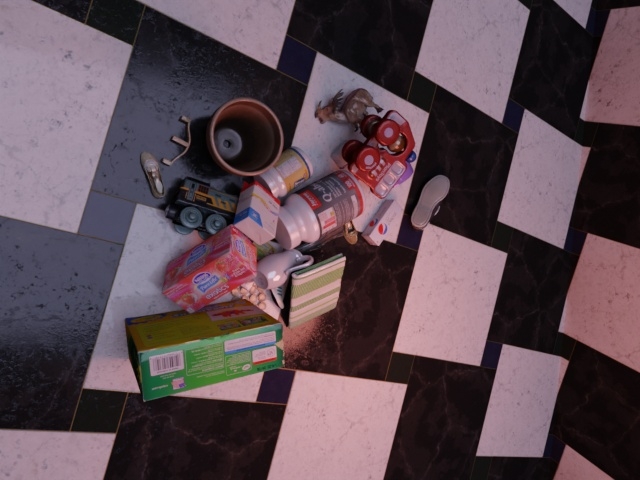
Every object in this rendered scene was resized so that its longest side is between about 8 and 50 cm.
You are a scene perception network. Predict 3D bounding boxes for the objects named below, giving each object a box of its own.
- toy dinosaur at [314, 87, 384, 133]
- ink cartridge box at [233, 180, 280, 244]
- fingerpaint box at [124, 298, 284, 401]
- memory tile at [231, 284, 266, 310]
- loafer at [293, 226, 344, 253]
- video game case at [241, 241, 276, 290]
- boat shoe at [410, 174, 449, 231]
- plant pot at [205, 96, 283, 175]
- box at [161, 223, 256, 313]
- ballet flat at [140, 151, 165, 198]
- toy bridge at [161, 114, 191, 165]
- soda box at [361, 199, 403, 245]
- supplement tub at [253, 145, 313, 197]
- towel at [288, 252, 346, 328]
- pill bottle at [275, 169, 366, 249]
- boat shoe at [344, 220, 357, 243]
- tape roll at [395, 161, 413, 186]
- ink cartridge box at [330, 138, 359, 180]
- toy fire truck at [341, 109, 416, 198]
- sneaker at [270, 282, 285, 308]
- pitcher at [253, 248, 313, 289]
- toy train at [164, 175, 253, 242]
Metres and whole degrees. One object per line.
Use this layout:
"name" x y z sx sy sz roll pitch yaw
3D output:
"toy dinosaur" 0.135 -0.568 1.918 0.200 0.127 0.296 49 65 -17
"ink cartridge box" -0.220 -0.115 1.633 0.134 0.078 0.231 40 36 -35
"fingerpaint box" -0.397 0.344 1.543 0.445 0.371 0.163 -7 100 -28
"memory tile" -0.282 0.232 1.812 0.148 0.012 0.113 -5 97 -30
"loafer" 0.000 0.000 1.910 0.267 0.096 0.084 -32 119 -27
"video game case" -0.306 0.048 1.765 0.227 0.026 0.206 41 71 -26
"boat shoe" 0.518 -0.178 2.195 0.114 0.091 0.302 33 75 17
"plant pot" -0.294 -0.355 1.621 0.263 0.229 0.263 -3 97 -29
"box" -0.376 0.099 1.569 0.300 0.154 0.142 -29 127 17
"ballet flat" -0.568 -0.226 1.577 0.057 0.052 0.168 -24 106 -26
"toy bridge" -0.496 -0.349 1.622 0.063 0.026 0.188 26 82 -32
"soda box" 0.280 -0.083 2.076 0.074 0.069 0.216 43 73 -26
"supplement tub" -0.143 -0.256 1.768 0.199 0.144 0.144 -38 112 -21
"towel" -0.019 0.207 1.852 0.248 0.038 0.325 -22 141 -26
"pill bottle" -0.016 -0.119 1.818 0.363 0.210 0.210 -30 109 -25
"boat shoe" 0.128 -0.053 2.001 0.056 0.048 0.153 -25 107 -26
"tape roll" 0.303 -0.298 1.998 0.189 0.189 0.080 -39 114 -21
"ink cartridge box" 0.133 -0.342 1.967 0.109 0.063 0.150 -48 116 -17
"toy fire truck" 0.252 -0.348 1.828 0.254 0.169 0.302 34 96 -29
"sneaker" -0.166 0.197 1.850 0.075 0.057 0.161 -27 105 -19
"pitcher" -0.143 0.104 1.754 0.207 0.177 0.125 -36 119 -43
"toy train" -0.377 -0.098 1.640 0.334 0.142 0.190 17 70 -25
